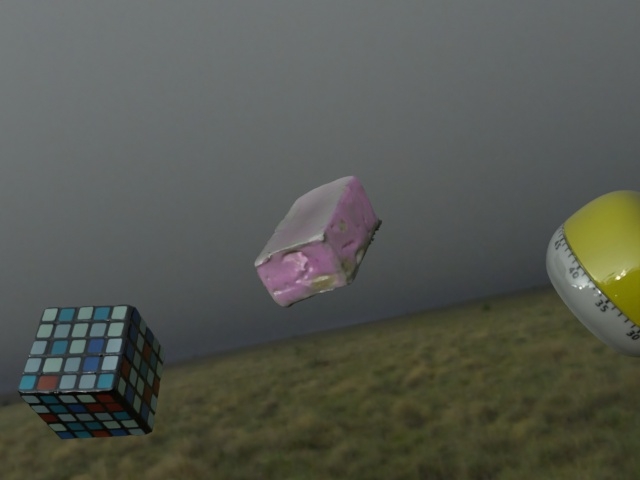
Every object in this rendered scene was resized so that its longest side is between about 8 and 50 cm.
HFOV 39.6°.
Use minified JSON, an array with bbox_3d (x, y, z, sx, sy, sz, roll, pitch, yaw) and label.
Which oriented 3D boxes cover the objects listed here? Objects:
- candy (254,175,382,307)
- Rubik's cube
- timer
[{"bbox_3d":[0.000,0.000,1.583,0.155,0.116,0.265,-20,20,25],"label":"candy"},{"bbox_3d":[-0.404,0.238,1.606,0.187,0.184,0.182,-3,-38,13],"label":"Rubik's cube"},{"bbox_3d":[0.519,0.021,1.378,0.285,0.285,0.285,-11,-6,-1],"label":"timer"}]
